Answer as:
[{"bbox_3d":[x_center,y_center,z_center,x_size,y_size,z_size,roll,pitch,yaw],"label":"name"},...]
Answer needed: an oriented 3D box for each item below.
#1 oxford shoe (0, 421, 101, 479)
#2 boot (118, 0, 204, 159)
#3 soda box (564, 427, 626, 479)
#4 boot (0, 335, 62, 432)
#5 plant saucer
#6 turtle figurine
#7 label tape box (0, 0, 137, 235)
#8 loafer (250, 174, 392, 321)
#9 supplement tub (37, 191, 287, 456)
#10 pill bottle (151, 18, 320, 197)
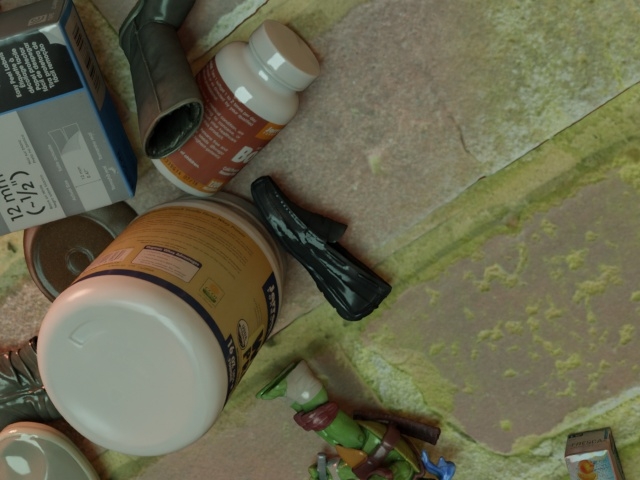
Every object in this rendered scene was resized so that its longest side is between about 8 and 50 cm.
[{"bbox_3d":[-0.384,0.470,1.810,0.169,0.130,0.449,-1,112,10],"label":"oxford shoe"},{"bbox_3d":[-0.173,-0.226,1.474,0.076,0.208,0.189,15,127,-26],"label":"boot"},{"bbox_3d":[0.363,0.335,1.593,0.058,0.063,0.183,-13,106,20],"label":"soda box"},{"bbox_3d":[-0.454,0.172,1.775,0.161,0.083,0.246,-30,106,19],"label":"boot"},{"bbox_3d":[-0.320,0.024,1.698,0.198,0.036,0.198,5,110,14],"label":"plant saucer"},{"bbox_3d":[0.006,0.300,1.615,0.275,0.198,0.266,-42,90,21],"label":"turtle figurine"},{"bbox_3d":[-0.432,-0.130,1.554,0.348,0.115,0.249,-17,121,3],"label":"label tape box"},{"bbox_3d":[0.000,0.000,1.578,0.078,0.076,0.223,-40,93,11],"label":"loafer"},{"bbox_3d":[-0.176,0.086,1.515,0.228,0.316,0.228,7,117,14],"label":"supplement tub"},{"bbox_3d":[-0.105,-0.161,1.519,0.121,0.121,0.216,46,115,-3],"label":"pill bottle"}]
